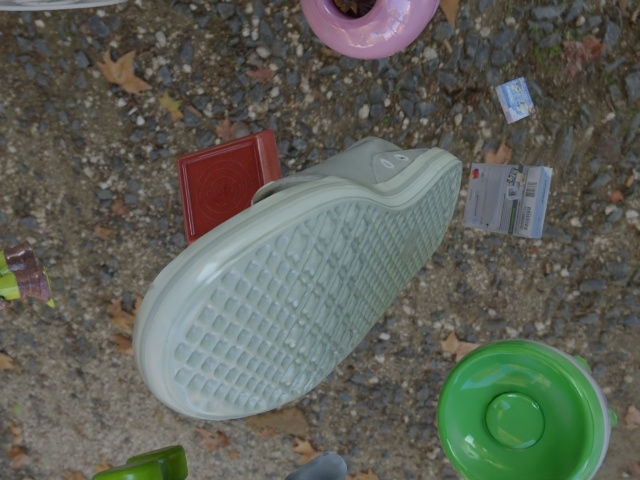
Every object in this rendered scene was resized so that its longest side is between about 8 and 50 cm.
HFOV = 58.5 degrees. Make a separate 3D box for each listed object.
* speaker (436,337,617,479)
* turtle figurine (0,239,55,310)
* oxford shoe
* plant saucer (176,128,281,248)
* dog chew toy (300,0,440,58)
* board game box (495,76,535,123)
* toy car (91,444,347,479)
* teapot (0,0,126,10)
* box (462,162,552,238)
[{"bbox_3d":[0.199,0.162,0.530,0.131,0.131,0.296,-9,162,25],"label":"speaker"},{"bbox_3d":[-0.427,0.066,0.637,0.270,0.217,0.087,14,121,54],"label":"turtle figurine"},{"bbox_3d":[0.000,0.000,0.497,0.130,0.449,0.169,21,118,22],"label":"oxford shoe"},{"bbox_3d":[-0.214,-0.112,1.306,0.259,0.048,0.259,-14,76,15],"label":"plant saucer"},{"bbox_3d":[0.102,-0.405,0.906,0.207,0.332,0.206,10,118,20],"label":"dog chew toy"},{"bbox_3d":[0.458,-0.329,1.338,0.020,0.090,0.090,-11,103,59],"label":"board game box"},{"bbox_3d":[-0.063,0.236,0.454,0.189,0.149,0.155,-13,78,-2],"label":"toy car"},{"bbox_3d":[-0.366,-0.398,0.723,0.256,0.252,0.187,-5,108,-1],"label":"teapot"},{"bbox_3d":[0.389,-0.088,1.207,0.186,0.038,0.145,15,99,56],"label":"box"}]
